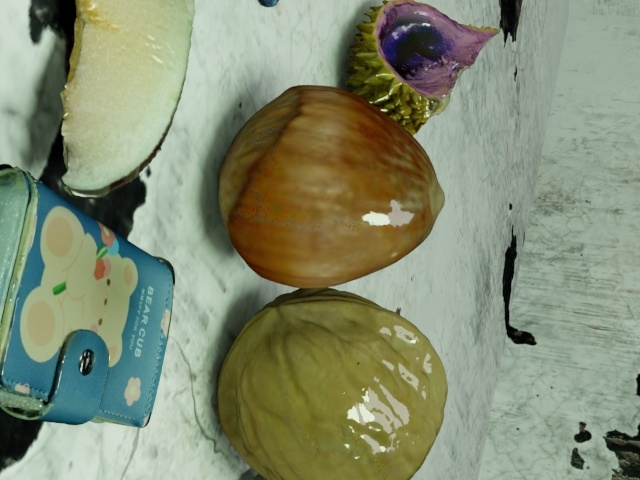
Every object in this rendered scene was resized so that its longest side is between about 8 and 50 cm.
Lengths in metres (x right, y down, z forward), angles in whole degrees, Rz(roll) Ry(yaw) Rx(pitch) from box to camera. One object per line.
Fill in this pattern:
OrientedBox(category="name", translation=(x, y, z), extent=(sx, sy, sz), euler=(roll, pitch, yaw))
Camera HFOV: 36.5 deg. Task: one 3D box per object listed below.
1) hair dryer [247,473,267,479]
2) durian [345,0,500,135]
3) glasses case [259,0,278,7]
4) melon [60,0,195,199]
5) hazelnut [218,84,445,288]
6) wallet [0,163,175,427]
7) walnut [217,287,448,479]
OrientedBox(category="hair dryer", translation=(-0.035, 0.296, 1.107), extent=(0.267, 0.092, 0.229), euler=(-41, 142, -42))
OrientedBox(category="durian", translation=(0.096, -0.188, 1.201), extent=(0.187, 0.153, 0.260), euler=(-68, 170, 25))
OrientedBox(category="glasses case", translation=(-0.039, -0.261, 0.944), extent=(0.033, 0.023, 0.083), euler=(70, 33, -48))
OrientedBox(category="melon", translation=(-0.136, -0.106, 0.654), extent=(0.098, 0.054, 0.182), euler=(27, 59, -60))
OrientedBox(category="hazelnut", translation=(0.010, -0.045, 0.894), extent=(0.214, 0.214, 0.176), euler=(-60, 163, -48))
OrientedBox(category="wallet", translation=(-0.168, 0.049, 0.637), extent=(0.202, 0.059, 0.141), euler=(47, 48, -66))
OrientedBox(category="walnut", translation=(0.010, 0.149, 0.949), extent=(0.228, 0.228, 0.228), euler=(7, 90, -70))
